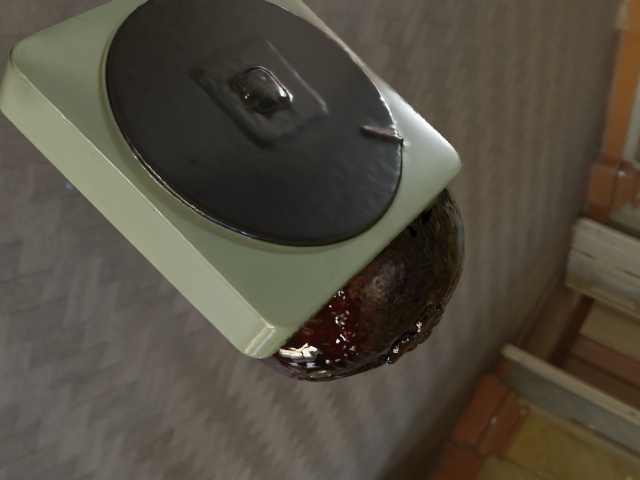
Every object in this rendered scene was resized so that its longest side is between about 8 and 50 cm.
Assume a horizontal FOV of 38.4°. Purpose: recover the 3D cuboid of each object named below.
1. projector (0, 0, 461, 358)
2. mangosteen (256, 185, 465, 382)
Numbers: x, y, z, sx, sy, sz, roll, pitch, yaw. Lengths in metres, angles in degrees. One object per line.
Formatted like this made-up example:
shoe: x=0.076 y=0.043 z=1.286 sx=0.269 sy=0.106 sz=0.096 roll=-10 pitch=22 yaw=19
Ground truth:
projector: x=-0.055 y=-0.075 z=0.673 sx=0.257 sy=0.259 sz=0.079 roll=-41 pitch=173 yaw=-42
mangosteen: x=0.015 y=0.006 z=1.032 sx=0.297 sy=0.293 sz=0.297 roll=-24 pitch=169 yaw=-5
